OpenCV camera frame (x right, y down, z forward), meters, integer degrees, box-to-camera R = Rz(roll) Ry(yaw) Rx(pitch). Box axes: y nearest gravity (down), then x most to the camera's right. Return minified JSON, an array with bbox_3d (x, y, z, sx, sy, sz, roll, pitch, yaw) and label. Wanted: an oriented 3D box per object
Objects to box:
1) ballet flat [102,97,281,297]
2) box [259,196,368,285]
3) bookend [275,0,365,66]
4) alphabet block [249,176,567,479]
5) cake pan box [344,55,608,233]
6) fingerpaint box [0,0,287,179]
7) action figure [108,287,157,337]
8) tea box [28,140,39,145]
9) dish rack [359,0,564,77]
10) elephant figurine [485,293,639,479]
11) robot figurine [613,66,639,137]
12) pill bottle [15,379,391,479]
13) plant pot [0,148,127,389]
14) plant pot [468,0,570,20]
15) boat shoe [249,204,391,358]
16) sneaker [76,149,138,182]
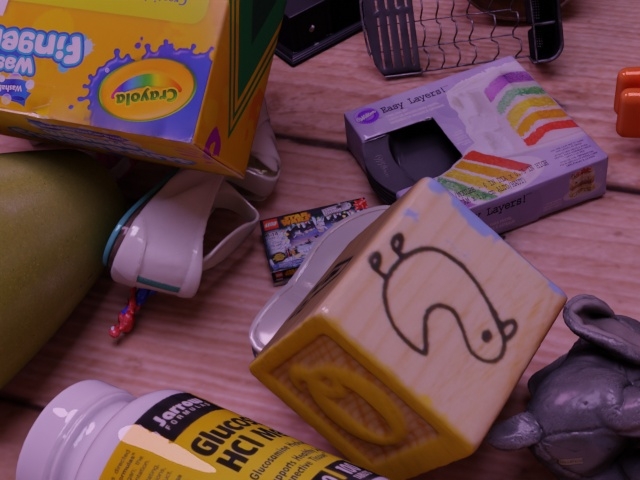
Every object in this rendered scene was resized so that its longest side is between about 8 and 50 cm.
[{"bbox_3d":[-0.125,-0.067,1.275,0.139,0.139,0.400,9,41,17],"label":"ballet flat"},{"bbox_3d":[0.000,0.000,1.252,0.137,0.027,0.094,-13,45,-4],"label":"box"},{"bbox_3d":[-0.008,-0.368,1.521,0.156,0.157,0.072,-31,49,-21],"label":"bookend"},{"bbox_3d":[0.082,0.092,0.993,0.192,0.193,0.197,40,57,-2],"label":"alphabet block"},{"bbox_3d":[0.186,-0.112,1.306,0.267,0.070,0.245,-19,44,-9],"label":"cake pan box"},{"bbox_3d":[-0.267,-0.296,1.180,0.445,0.163,0.371,10,83,18],"label":"fingerpaint box"},{"bbox_3d":[-0.217,0.071,1.211,0.030,0.038,0.115,25,50,2],"label":"action figure"},{"bbox_3d":[-0.306,-0.355,1.467,0.329,0.220,0.323,-16,45,12],"label":"tea box"},{"bbox_3d":[0.191,-0.336,1.438,0.272,0.208,0.074,-8,6,2],"label":"dish rack"},{"bbox_3d":[0.284,0.135,1.012,0.169,0.186,0.239,-31,26,28],"label":"elephant figurine"},{"bbox_3d":[0.481,-0.174,1.277,0.219,0.128,0.158,1,8,10],"label":"robot figurine"},{"bbox_3d":[-0.099,0.246,0.915,0.334,0.188,0.188,18,52,24],"label":"pill bottle"},{"bbox_3d":[-0.366,0.015,1.162,0.275,0.274,0.293,22,37,27],"label":"plant pot"},{"bbox_3d":[0.299,-0.477,1.569,0.215,0.215,0.230,-2,31,7],"label":"plant pot"},{"bbox_3d":[0.021,0.061,1.154,0.095,0.079,0.254,25,57,26],"label":"boat shoe"},{"bbox_3d":[-0.262,-0.150,1.326,0.252,0.111,0.103,-34,15,21],"label":"sneaker"}]
